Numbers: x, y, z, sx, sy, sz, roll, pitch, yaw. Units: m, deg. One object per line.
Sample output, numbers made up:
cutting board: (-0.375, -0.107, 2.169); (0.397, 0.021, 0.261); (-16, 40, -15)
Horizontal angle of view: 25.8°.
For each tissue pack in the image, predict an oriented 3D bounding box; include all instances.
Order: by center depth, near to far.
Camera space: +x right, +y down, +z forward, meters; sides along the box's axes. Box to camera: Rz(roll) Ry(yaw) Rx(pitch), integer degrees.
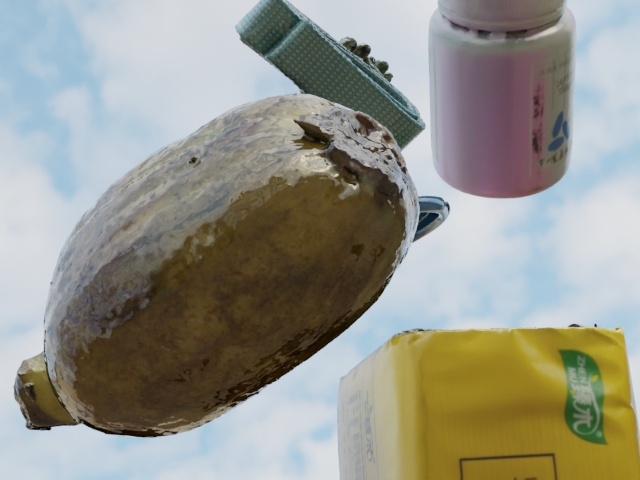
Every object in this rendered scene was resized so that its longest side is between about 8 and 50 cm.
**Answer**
tissue pack: (0.146, 0.280, 1.196); (0.228, 0.382, 0.293); (-2, -14, -10)

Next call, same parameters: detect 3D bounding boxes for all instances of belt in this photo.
belt: (0.004, -0.133, 1.067); (0.065, 0.100, 0.179); (-44, -50, 10)

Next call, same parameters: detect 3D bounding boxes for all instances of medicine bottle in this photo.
medicine bottle: (0.186, -0.182, 1.429); (0.152, 0.152, 0.254); (-13, -57, -17)

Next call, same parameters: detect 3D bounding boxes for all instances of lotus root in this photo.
lotus root: (-0.064, 0.023, 0.713); (0.260, 0.145, 0.128); (-37, -71, 25)

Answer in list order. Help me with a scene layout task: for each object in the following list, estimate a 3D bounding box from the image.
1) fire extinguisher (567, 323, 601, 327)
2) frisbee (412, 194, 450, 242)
fire extinguisher: (0.296, 0.104, 1.550); (0.022, 0.028, 0.083); (-12, -14, 31)
frisbee: (0.000, 0.000, 1.265); (0.242, 0.045, 0.242); (-18, -11, -4)
